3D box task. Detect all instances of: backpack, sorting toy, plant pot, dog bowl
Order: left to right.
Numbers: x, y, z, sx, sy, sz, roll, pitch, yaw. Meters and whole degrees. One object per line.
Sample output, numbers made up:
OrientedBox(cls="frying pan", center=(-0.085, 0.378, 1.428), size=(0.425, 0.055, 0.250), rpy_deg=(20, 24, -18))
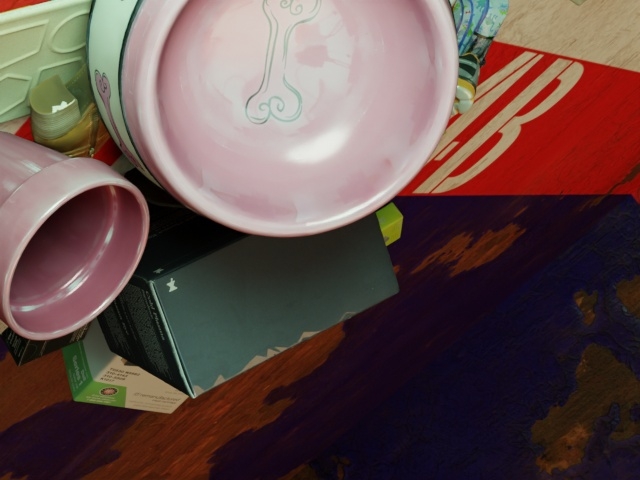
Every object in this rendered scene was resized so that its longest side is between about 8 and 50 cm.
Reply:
OrientedBox(cls="plant pot", center=(-0.317, -0.022, 1.512), size=(0.201, 0.180, 0.201), rpy_deg=(-37, 146, -30))
OrientedBox(cls="sorting toy", center=(-0.310, -0.198, 1.503), size=(0.208, 0.038, 0.193), rpy_deg=(-27, 162, -35))
OrientedBox(cls="dog bowl", center=(-0.035, -0.184, 1.459), size=(0.407, 0.150, 0.408), rpy_deg=(-7, 118, -13))
OrientedBox(cls="backpack", center=(0.209, -0.322, 1.981), size=(0.084, 0.105, 0.114), rpy_deg=(6, 131, -33))

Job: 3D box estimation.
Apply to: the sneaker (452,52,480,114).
OrientedBox(cls="sneaker", center=(0.130, -0.232, 1.976), size=(0.083, 0.214, 0.084), rpy_deg=(-62, 149, -29))

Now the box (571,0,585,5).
OrientedBox(cls="box", center=(0.315, -0.422, 1.833), size=(0.127, 0.149, 0.232), rpy_deg=(-40, 161, 19))

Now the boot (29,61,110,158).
OrientedBox(cls="boot", center=(-0.237, -0.159, 1.583), size=(0.197, 0.073, 0.152), rpy_deg=(-22, 161, -11))

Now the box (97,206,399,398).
OrientedBox(cls="box", center=(-0.125, 0.042, 1.965), size=(0.343, 0.179, 0.312), rpy_deg=(-26, -162, -23))

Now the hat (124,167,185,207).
OrientedBox(cls="hat", center=(-0.106, -0.135, 1.825), size=(0.331, 0.331, 0.134), rpy_deg=(-16, 111, -45))

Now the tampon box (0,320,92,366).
OrientedBox(cls="tampon box", center=(-0.379, 0.057, 1.824), size=(0.101, 0.161, 0.120), rpy_deg=(-22, 160, -34))

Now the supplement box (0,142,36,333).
OrientedBox(cls="supplement box", center=(-0.374, 0.002, 1.703), size=(0.220, 0.111, 0.114), rpy_deg=(-45, 164, -10))

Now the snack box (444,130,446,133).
OrientedBox(cls="snack box", center=(0.086, -0.154, 2.252), size=(0.207, 0.070, 0.174), rpy_deg=(-39, 161, 11))

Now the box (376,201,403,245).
OrientedBox(cls="box", center=(0.074, 0.004, 2.683), size=(0.178, 0.042, 0.109), rpy_deg=(-31, 162, -11))

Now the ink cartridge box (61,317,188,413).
OrientedBox(cls="ink cartridge box", center=(-0.258, 0.153, 2.260), size=(0.201, 0.117, 0.278), rpy_deg=(14, 134, -40))

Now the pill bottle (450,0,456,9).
OrientedBox(cls="pill bottle", center=(0.071, -0.268, 1.781), size=(0.161, 0.161, 0.283), rpy_deg=(-27, 161, -22))
